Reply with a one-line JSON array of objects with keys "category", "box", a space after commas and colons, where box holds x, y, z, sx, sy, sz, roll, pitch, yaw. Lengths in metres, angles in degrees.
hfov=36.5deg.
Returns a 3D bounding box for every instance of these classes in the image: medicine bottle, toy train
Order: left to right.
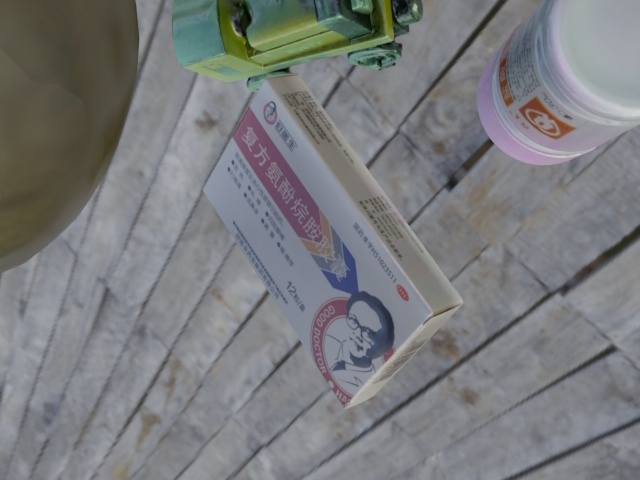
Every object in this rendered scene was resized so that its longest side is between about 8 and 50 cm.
[{"category": "toy train", "box": [-0.041, -0.351, 1.586, 0.397, 0.253, 0.160, -9, 82, 29]}, {"category": "medicine bottle", "box": [0.341, -0.222, 1.284, 0.202, 0.202, 0.316, 47, 170, 0]}]

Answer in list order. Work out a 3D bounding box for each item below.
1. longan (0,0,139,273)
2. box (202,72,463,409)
[{"category": "longan", "box": [-0.284, -0.121, 0.585, 0.361, 0.361, 0.361, 27, 140, 26]}, {"category": "box", "box": [0.000, 0.000, 1.170, 0.353, 0.069, 0.214, 54, 136, 19]}]
